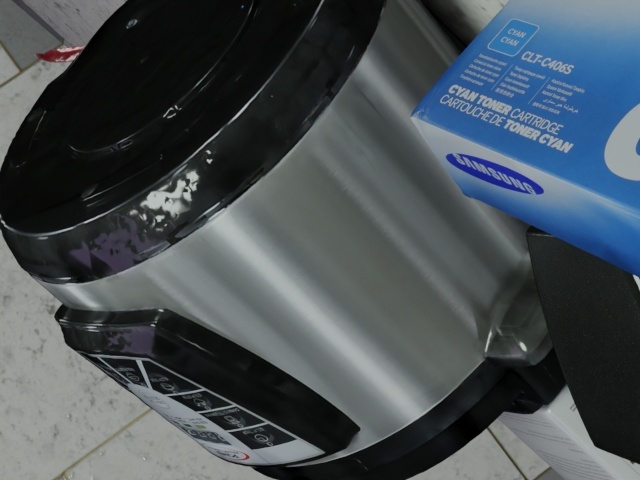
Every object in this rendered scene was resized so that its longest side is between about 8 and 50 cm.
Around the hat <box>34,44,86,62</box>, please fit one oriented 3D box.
[{"bbox_3d":[-0.136,-0.175,1.374,0.208,0.183,0.173,32,167,46],"label":"hat"}]

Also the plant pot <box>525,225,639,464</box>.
[{"bbox_3d":[0.242,0.027,0.838,0.167,0.187,0.188,56,168,-13],"label":"plant pot"}]

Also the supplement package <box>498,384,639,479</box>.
[{"bbox_3d":[0.320,0.173,1.162,0.293,0.175,0.177,43,169,-8],"label":"supplement package"}]

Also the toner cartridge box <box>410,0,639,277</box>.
[{"bbox_3d":[0.213,-0.049,0.613,0.348,0.165,0.075,29,164,49],"label":"toner cartridge box"}]

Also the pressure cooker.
[{"bbox_3d":[0.004,-0.005,1.072,0.420,0.376,0.369,47,-160,-31],"label":"pressure cooker"}]
